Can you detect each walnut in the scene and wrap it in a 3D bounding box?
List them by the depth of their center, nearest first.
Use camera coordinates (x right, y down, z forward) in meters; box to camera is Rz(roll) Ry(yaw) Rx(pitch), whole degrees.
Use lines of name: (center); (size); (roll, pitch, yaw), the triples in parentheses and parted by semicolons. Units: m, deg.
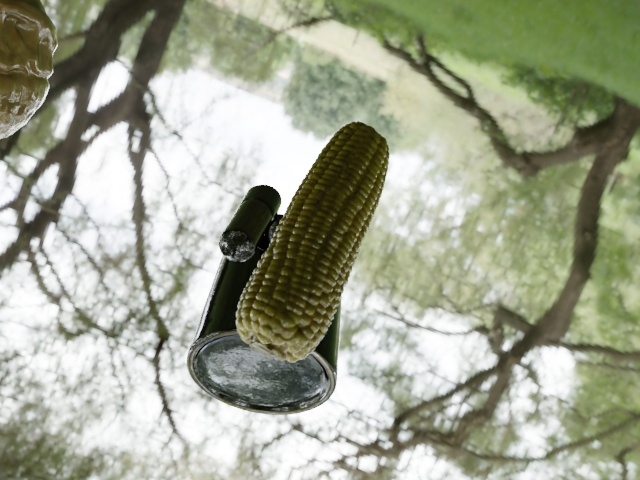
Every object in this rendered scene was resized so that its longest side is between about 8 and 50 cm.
walnut: (-0.353, -0.187, 0.947); (0.213, 0.213, 0.213); (22, -169, -5)

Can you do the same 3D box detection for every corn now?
corn: (0.000, 0.000, 0.891); (0.080, 0.231, 0.080); (22, 156, 10)

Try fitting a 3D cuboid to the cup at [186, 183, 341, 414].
cup: (-0.043, 0.058, 1.125); (0.165, 0.239, 0.177); (16, -130, -6)
